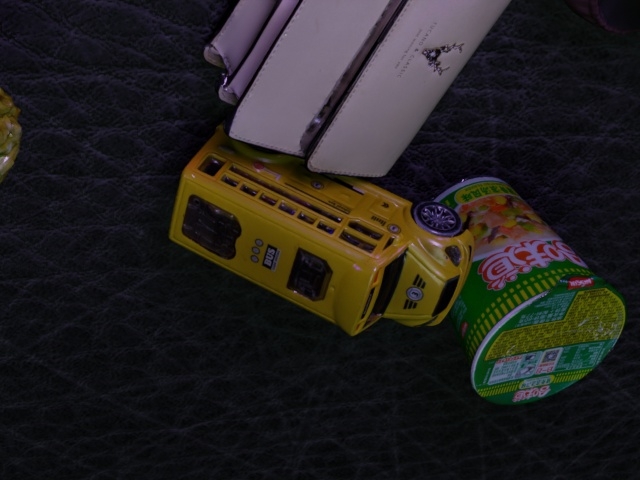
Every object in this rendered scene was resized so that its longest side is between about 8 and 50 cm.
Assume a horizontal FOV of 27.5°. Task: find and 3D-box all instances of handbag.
[{"bbox_3d":[0.065,-0.244,1.349,0.236,0.160,0.358,13,129,-32],"label":"handbag"}]

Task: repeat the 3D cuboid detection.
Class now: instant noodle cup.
[{"bbox_3d":[0.227,0.045,1.586,0.207,0.233,0.207,-15,138,-14],"label":"instant noodle cup"}]

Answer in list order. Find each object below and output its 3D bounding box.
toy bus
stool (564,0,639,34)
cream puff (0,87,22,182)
[{"bbox_3d":[0.000,0.000,1.491,0.331,0.151,0.145,26,129,11],"label":"toy bus"},{"bbox_3d":[0.386,-0.295,1.294,0.272,0.178,0.272,-28,144,-22],"label":"stool"},{"bbox_3d":[-0.400,-0.138,1.191,0.281,0.185,0.282,7,165,2],"label":"cream puff"}]
